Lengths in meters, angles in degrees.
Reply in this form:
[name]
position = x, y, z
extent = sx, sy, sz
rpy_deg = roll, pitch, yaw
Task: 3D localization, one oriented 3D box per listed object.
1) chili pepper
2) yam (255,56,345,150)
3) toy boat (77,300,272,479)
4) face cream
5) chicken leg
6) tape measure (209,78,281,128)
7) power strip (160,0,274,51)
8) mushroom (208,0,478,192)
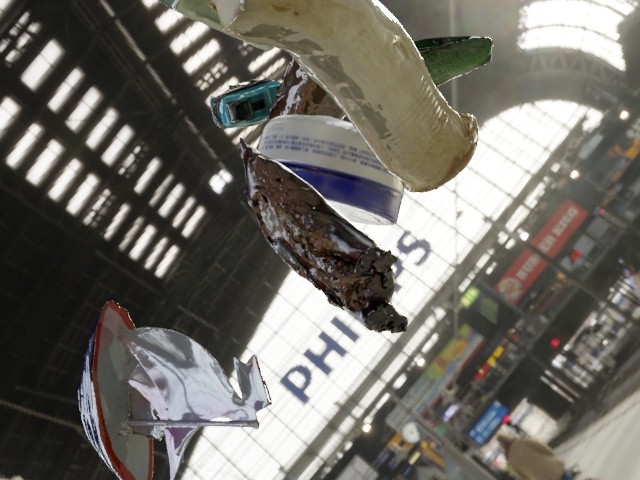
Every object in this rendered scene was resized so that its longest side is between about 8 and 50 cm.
[chili pepper]
position = 0.138, -0.260, 1.116
extent = 0.216, 0.108, 0.062
rpy_deg = -8, -42, 0
[yam]
position = -0.016, -0.223, 1.306
extent = 0.131, 0.131, 0.280
rpy_deg = -24, -32, -52
[toy boat]
position = -0.188, 0.156, 0.877
extent = 0.072, 0.219, 0.318
rpy_deg = -12, -22, -46
[face cream]
position = 0.014, -0.094, 1.049
extent = 0.206, 0.205, 0.111
rpy_deg = 21, -98, -69
[chicken leg]
position = 0.000, 0.000, 0.750
extent = 0.063, 0.234, 0.105
rpy_deg = -33, -24, -37
[tape measure]
position = -0.133, -0.247, 1.417
extent = 0.146, 0.125, 0.081
rpy_deg = -22, -66, -24
[power strip]
position = -0.106, -0.346, 1.033
extent = 0.224, 0.140, 0.139
rpy_deg = 12, -70, -45
[mushroom]
position = 0.040, -0.160, 0.742
extent = 0.351, 0.095, 0.123
rpy_deg = 32, -104, -42
